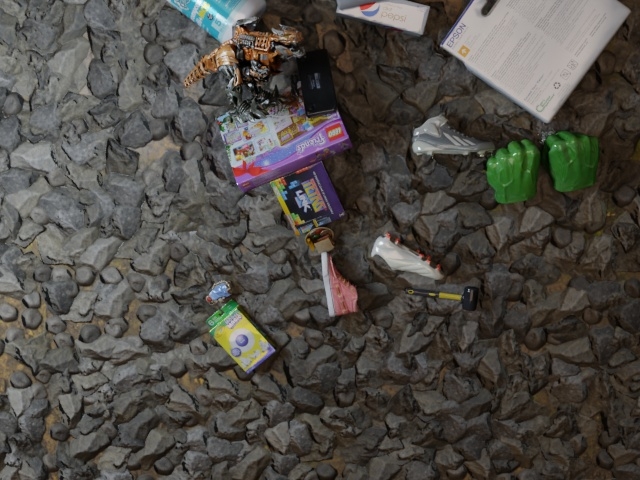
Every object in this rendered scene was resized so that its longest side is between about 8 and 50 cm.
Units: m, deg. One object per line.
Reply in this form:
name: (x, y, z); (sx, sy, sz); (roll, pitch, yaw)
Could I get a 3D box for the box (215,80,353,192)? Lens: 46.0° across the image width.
box: (-0.091, -0.264, 1.841); (0.293, 0.057, 0.201); (-22, 68, 6)

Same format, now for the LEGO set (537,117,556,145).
LEGO set: (0.568, -0.269, 1.881); (0.054, 0.023, 0.083); (-13, 100, 4)

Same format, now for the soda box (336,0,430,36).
soda box: (0.150, -0.552, 1.816); (0.216, 0.074, 0.069); (15, 100, -1)

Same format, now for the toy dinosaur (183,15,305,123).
toy dinosaur: (-0.172, -0.399, 1.747); (0.164, 0.322, 0.218); (-35, 116, -35)

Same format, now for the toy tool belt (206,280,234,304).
toy tool belt: (-0.267, 0.140, 1.968); (0.083, 0.051, 0.052); (-32, 98, 7)

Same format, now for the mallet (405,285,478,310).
mallet: (0.318, 0.133, 1.960); (0.190, 0.039, 0.062); (14, 101, 3)

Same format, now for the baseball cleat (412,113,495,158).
baseball cleat: (0.331, -0.259, 1.867); (0.206, 0.072, 0.109); (-2, 94, -2)

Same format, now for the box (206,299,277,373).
box: (-0.212, 0.252, 1.993); (0.105, 0.043, 0.179); (-41, 95, 8)

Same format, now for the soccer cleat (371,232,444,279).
soccer cleat: (0.224, 0.055, 1.935); (0.196, 0.068, 0.076); (31, 105, 3)

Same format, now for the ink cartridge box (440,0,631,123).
ink cartridge box: (0.512, -0.507, 1.817); (0.330, 0.071, 0.324); (35, 99, -1)

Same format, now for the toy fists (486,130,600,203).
toy fists: (0.545, -0.191, 1.851); (0.279, 0.096, 0.142); (-11, 126, 4)

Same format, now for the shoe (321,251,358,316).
shoe: (0.051, 0.109, 1.950); (0.081, 0.063, 0.178); (-9, 105, 2)

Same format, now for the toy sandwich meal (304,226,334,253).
toy sandwich meal: (0.000, 0.000, 1.928); (0.085, 0.029, 0.085); (-11, 141, -9)

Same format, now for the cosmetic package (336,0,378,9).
cosmetic package: (0.102, -0.781, 1.692); (0.230, 0.161, 0.453); (-11, 89, 4)

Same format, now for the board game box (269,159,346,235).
board game box: (-0.032, -0.112, 1.889); (0.141, 0.048, 0.170); (-22, 120, 7)

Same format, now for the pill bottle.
pill bottle: (-0.270, -0.587, 1.786); (0.264, 0.146, 0.146); (37, 99, -4)

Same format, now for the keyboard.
keyboard: (-0.023, -0.378, 1.820); (0.108, 0.023, 0.180); (-10, 68, 2)
